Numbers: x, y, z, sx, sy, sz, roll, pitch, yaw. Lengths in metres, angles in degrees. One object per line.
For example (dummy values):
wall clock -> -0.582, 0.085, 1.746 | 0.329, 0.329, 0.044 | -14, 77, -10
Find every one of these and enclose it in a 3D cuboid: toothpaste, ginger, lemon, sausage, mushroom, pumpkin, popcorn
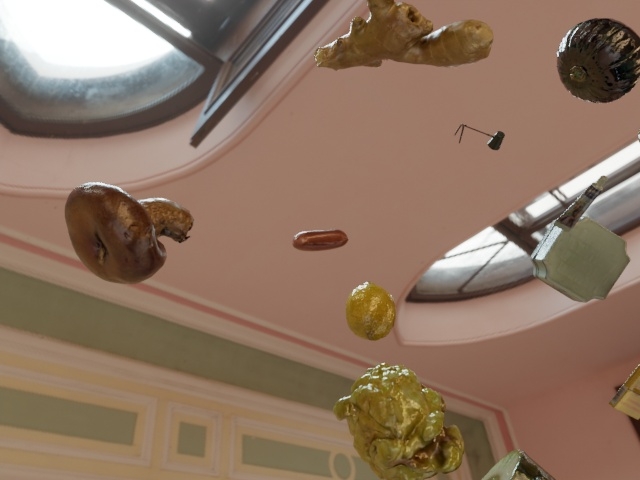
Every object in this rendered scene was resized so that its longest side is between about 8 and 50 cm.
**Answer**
toothpaste -> 0.828, -0.116, 1.607 | 0.062, 0.216, 0.037 | 27, -144, -1
ginger -> 0.186, -0.486, 1.224 | 0.363, 0.348, 0.122 | 20, -111, -19
lemon -> 0.106, 0.149, 1.075 | 0.109, 0.109, 0.133 | 25, -126, -36
sausage -> 0.000, 0.000, 1.689 | 0.194, 0.077, 0.077 | -4, -122, -19
mushroom -> -0.450, -0.025, 1.145 | 0.267, 0.267, 0.254 | 44, -157, -14
pumpkin -> 0.635, -0.409, 1.167 | 0.202, 0.140, 0.202 | 53, 171, 12
popcorn -> 0.171, 0.405, 1.129 | 0.250, 0.242, 0.235 | 48, -153, -5

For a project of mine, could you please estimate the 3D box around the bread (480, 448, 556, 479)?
bread -> 0.438, 0.702, 1.271 | 0.129, 0.382, 0.366 | 40, -151, 20

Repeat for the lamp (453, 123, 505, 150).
lamp -> 0.387, -0.252, 1.222 | 0.121, 0.054, 0.041 | 5, -124, -10

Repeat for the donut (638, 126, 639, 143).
donut -> 0.798, -0.206, 0.952 | 0.330, 0.160, 0.330 | 0, -130, 0

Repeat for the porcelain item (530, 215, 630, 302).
porcelain item -> 0.961, 0.068, 1.903 | 0.286, 0.281, 0.157 | 30, -177, 0

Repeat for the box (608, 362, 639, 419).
box -> 0.754, 0.340, 1.186 | 0.087, 0.155, 0.023 | 28, -168, -13
